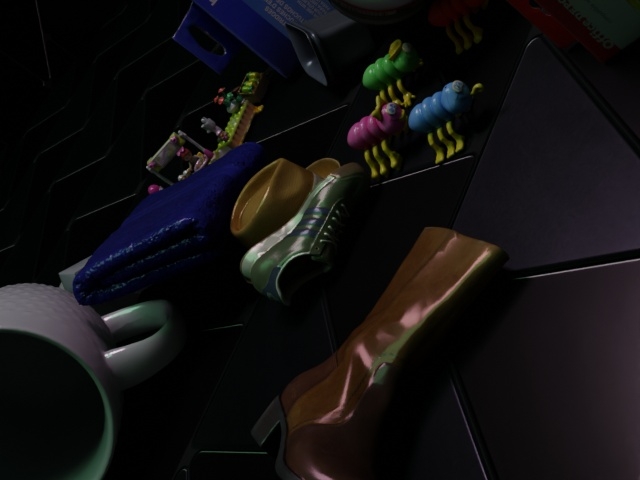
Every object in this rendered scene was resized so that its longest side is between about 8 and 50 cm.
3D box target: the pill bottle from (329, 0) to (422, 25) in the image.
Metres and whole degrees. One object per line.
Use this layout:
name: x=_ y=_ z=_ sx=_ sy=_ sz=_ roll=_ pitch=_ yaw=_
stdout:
pill bottle: x=0.075 y=-0.367 z=1.461 sx=0.176 sy=0.176 sz=0.318 roll=-51 pitch=1 yaw=6

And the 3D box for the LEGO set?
LEGO set: x=-0.190 y=-0.170 z=1.855 sx=0.287 sy=0.107 sz=0.132 roll=-54 pitch=24 yaw=0

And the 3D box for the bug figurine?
bug figurine: x=0.119 y=-0.195 z=1.361 sx=0.216 sy=0.072 sz=0.279 roll=-33 pitch=32 yaw=40

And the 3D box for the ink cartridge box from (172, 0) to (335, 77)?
ink cartridge box: x=-0.073 y=-0.450 z=1.812 sx=0.395 sy=0.270 sz=0.151 roll=-49 pitch=19 yaw=12

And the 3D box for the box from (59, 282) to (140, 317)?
box: x=-0.358 y=0.103 z=1.809 sx=0.101 sy=0.102 sz=0.087 roll=-30 pitch=35 yaw=44

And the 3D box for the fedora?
fedora: x=-0.057 y=-0.039 z=1.469 sx=0.194 sy=0.079 sz=0.194 roll=-41 pitch=27 yaw=26

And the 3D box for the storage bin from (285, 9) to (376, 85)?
storage bin: x=0.020 y=-0.282 z=1.654 sx=0.091 sy=0.098 sz=0.135 roll=-27 pitch=23 yaw=-6

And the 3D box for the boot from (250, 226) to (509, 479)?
boot: x=0.080 y=0.123 z=1.033 sx=0.280 sy=0.096 sz=0.264 roll=-48 pitch=16 yaw=-4

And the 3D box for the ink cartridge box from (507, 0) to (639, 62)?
ink cartridge box: x=0.276 y=-0.264 z=1.082 sx=0.231 sy=0.134 sz=0.078 roll=-37 pitch=29 yaw=36

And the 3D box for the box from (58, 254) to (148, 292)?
box: x=-0.278 y=0.033 z=1.706 sx=0.186 sy=0.038 sz=0.145 roll=-1 pitch=23 yaw=45

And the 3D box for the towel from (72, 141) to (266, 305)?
towel: x=-0.195 y=-0.019 z=1.580 sx=0.227 sy=0.076 sz=0.308 roll=-27 pitch=15 yaw=21

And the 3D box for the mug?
mug: x=-0.357 y=0.179 z=1.556 sx=0.374 sy=0.276 sz=0.328 roll=-22 pitch=15 yaw=0

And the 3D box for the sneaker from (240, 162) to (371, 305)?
sneaker: x=0.000 y=0.000 z=1.346 sx=0.192 sy=0.064 sz=0.086 roll=-42 pitch=49 yaw=-1
